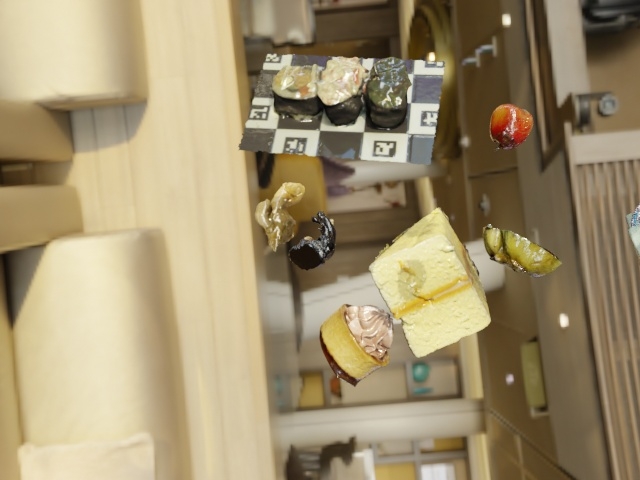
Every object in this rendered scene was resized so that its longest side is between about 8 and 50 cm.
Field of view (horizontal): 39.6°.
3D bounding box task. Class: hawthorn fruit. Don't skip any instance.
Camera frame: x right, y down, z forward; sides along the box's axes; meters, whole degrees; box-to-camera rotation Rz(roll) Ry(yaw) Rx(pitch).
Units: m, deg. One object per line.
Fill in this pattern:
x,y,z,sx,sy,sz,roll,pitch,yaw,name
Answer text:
0.321,-0.193,1.505,0.077,0.077,0.077,-5,90,-88,hawthorn fruit

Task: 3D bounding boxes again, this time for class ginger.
-0.101,-0.071,2.435,0.133,0.059,0.214,55,48,-11,ginger

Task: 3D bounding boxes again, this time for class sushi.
0.044,-0.298,1.707,0.100,0.373,0.296,84,14,-51,sushi

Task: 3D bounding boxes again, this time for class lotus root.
0.479,0.039,2.181,0.078,0.204,0.183,-62,-178,-6,lotus root

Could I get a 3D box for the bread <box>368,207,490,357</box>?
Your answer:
0.288,0.090,2.326,0.405,0.242,0.345,-91,156,-70,bread

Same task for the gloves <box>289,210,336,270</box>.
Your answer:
0.003,0.000,2.371,0.181,0.106,0.129,-45,164,-43,gloves

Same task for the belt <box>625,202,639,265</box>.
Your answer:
0.938,0.005,2.269,0.122,0.260,0.324,45,28,-51,belt

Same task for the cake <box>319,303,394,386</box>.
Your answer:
0.118,0.253,2.297,0.185,0.178,0.207,1,64,-64,cake
